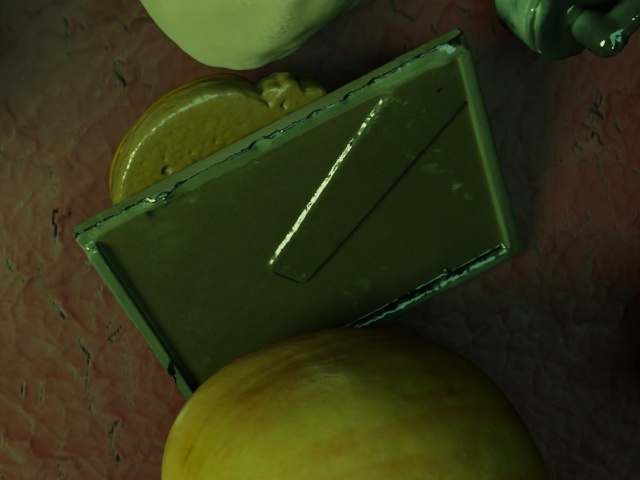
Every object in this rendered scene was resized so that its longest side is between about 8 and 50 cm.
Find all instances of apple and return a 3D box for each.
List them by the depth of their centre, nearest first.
[{"bbox_3d":[0.017,0.181,0.661,0.241,0.242,0.242,-3,104,-30],"label":"apple"}]

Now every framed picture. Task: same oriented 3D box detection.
[{"bbox_3d":[0.000,0.000,0.695,0.281,0.019,0.209,-27,131,-5],"label":"framed picture"}]

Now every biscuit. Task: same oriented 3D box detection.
[{"bbox_3d":[-0.053,-0.049,0.681,0.170,0.050,0.170,-13,128,-16],"label":"biscuit"}]

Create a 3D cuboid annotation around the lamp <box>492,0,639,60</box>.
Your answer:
[{"bbox_3d":[0.208,-0.307,0.582,0.272,0.205,0.374,-27,137,-13],"label":"lamp"}]

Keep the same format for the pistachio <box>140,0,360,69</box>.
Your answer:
[{"bbox_3d":[-0.041,-0.254,0.576,0.226,0.208,0.331,-7,122,1],"label":"pistachio"}]
